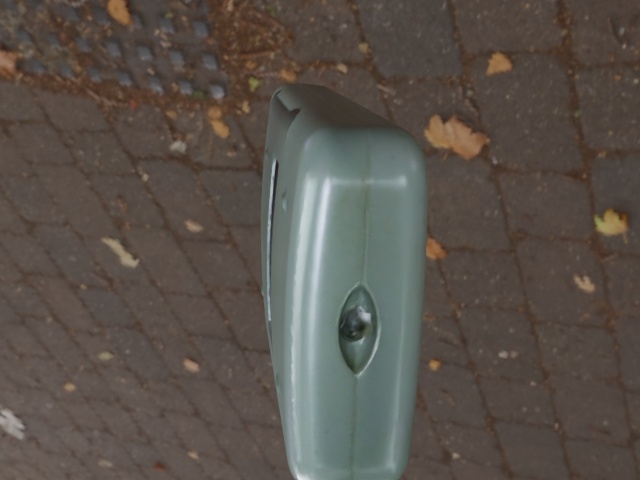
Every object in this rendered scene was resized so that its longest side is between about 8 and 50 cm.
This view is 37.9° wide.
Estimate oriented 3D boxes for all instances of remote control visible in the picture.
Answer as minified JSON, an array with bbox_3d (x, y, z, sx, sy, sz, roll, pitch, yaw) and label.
[{"bbox_3d":[0.000,0.000,0.454,0.056,0.296,0.140,3,102,-6],"label":"remote control"}]
